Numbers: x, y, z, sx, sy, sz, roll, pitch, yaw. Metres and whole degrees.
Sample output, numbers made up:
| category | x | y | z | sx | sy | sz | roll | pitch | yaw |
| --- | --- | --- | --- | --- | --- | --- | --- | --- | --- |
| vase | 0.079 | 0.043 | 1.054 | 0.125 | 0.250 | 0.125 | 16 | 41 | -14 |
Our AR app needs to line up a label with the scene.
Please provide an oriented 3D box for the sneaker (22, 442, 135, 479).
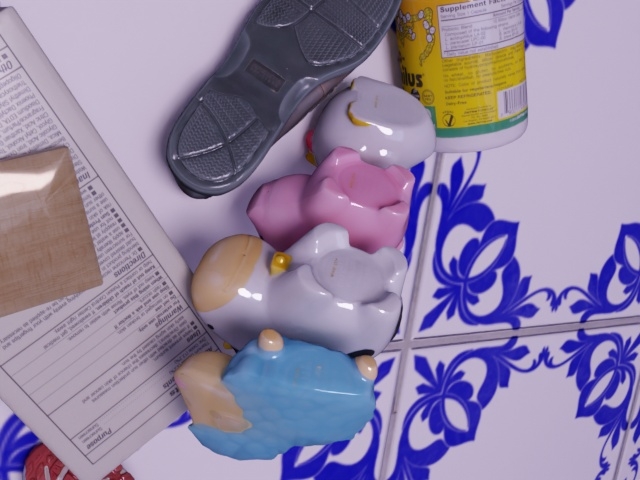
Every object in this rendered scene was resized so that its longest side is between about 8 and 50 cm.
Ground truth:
| category | x | y | z | sx | sy | sz | roll | pitch | yaw |
| --- | --- | --- | --- | --- | --- | --- | --- | --- | --- |
| sneaker | -0.188 | 0.271 | 0.623 | 0.088 | 0.093 | 0.225 | -40 | 107 | -38 |

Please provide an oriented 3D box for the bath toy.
| category | x | y | z | sx | sy | sz | roll | pitch | yaw |
| --- | --- | --- | --- | --- | --- | --- | --- | --- | --- |
| bath toy | 0.000 | 0.000 | 0.572 | 0.151 | 0.348 | 0.129 | 21 | 135 | 0 |

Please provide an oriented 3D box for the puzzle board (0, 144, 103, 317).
| category | x | y | z | sx | sy | sz | roll | pitch | yaw |
| --- | --- | --- | --- | --- | --- | --- | --- | --- | --- |
| puzzle board | -0.207 | 0.003 | 0.433 | 0.128 | 0.011 | 0.096 | -19 | 116 | -26 |

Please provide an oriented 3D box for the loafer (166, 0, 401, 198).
| category | x | y | z | sx | sy | sz | roll | pitch | yaw |
| --- | --- | --- | --- | --- | --- | --- | --- | --- | --- |
| loafer | -0.035 | -0.143 | 0.610 | 0.096 | 0.084 | 0.267 | 42 | 75 | -4 |

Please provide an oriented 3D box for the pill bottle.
| category | x | y | z | sx | sy | sz | roll | pitch | yaw |
| --- | --- | --- | --- | --- | --- | --- | --- | --- | --- |
| pill bottle | 0.129 | -0.197 | 0.663 | 0.118 | 0.117 | 0.208 | -22 | 117 | -26 |

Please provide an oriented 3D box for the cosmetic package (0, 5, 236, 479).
| category | x | y | z | sx | sy | sz | roll | pitch | yaw |
| --- | --- | --- | --- | --- | --- | --- | --- | --- | --- |
| cosmetic package | -0.203 | 0.010 | 0.513 | 0.160 | 0.113 | 0.309 | -38 | 123 | -18 |
